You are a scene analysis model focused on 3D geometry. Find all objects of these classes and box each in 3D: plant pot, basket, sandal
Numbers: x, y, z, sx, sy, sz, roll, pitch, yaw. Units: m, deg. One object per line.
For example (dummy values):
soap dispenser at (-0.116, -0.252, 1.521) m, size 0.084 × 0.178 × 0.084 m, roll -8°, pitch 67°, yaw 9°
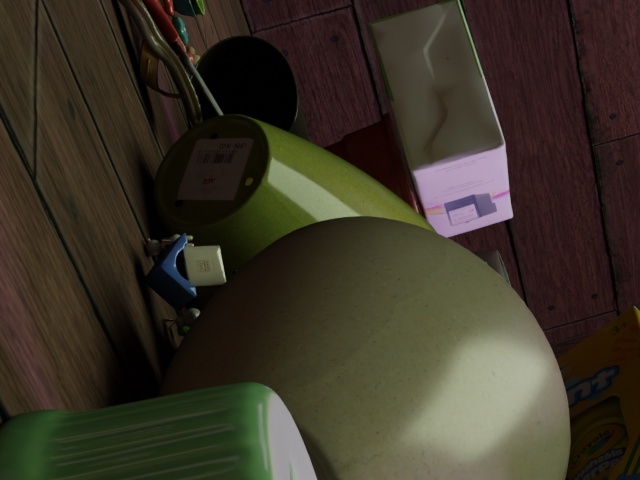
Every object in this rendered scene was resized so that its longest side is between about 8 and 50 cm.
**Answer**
plant pot at (-0.045, 0.000, 1.630) m, size 0.293 × 0.275 × 0.275 m, roll 47°, pitch 23°, yaw -48°
basket at (-0.086, -0.141, 2.156) m, size 0.227 × 0.154 × 0.204 m, roll 68°, pitch 10°, yaw -61°
sandal at (-0.189, -0.205, 1.718) m, size 0.180 × 0.049 × 0.072 m, roll 58°, pitch -2°, yaw -15°
plant pot at (0.000, 0.000, 1.994) m, size 0.272 × 0.265 × 0.272 m, roll -16°, pitch 90°, yaw -86°

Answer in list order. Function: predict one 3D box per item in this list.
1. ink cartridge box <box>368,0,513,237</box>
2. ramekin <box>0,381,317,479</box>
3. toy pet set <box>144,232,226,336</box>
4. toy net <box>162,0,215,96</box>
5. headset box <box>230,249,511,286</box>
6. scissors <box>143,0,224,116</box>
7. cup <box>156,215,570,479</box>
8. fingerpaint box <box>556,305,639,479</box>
ink cartridge box at (0.160, -0.134, 1.949) m, size 0.353 × 0.119 × 0.207 m, roll 63°, pitch 11°, yaw -72°
ramekin at (-0.063, 0.224, 0.849) m, size 0.303 × 0.148 × 0.303 m, roll -16°, pitch 90°, yaw -87°
toy pet set at (-0.138, 0.049, 1.422) m, size 0.114 × 0.065 × 0.122 m, roll -35°, pitch -118°, yaw 56°
toy net at (-0.184, -0.289, 2.178) m, size 0.122 × 0.045 × 0.232 m, roll 67°, pitch 9°, yaw -70°
headset box at (0.046, 0.112, 1.478) m, size 0.218 × 0.293 × 0.110 m, roll 116°, pitch -34°, yaw -56°
scissors at (-0.159, -0.218, 1.777) m, size 0.297 × 0.021 × 0.109 m, roll 57°, pitch -4°, yaw 18°
cup at (-0.004, 0.165, 1.172) m, size 0.237 × 0.331 × 0.331 m, roll -24°, pitch 100°, yaw -61°
fingerpaint box at (0.174, 0.318, 1.396) m, size 0.163 × 0.445 × 0.371 m, roll 45°, pitch 22°, yaw -18°
